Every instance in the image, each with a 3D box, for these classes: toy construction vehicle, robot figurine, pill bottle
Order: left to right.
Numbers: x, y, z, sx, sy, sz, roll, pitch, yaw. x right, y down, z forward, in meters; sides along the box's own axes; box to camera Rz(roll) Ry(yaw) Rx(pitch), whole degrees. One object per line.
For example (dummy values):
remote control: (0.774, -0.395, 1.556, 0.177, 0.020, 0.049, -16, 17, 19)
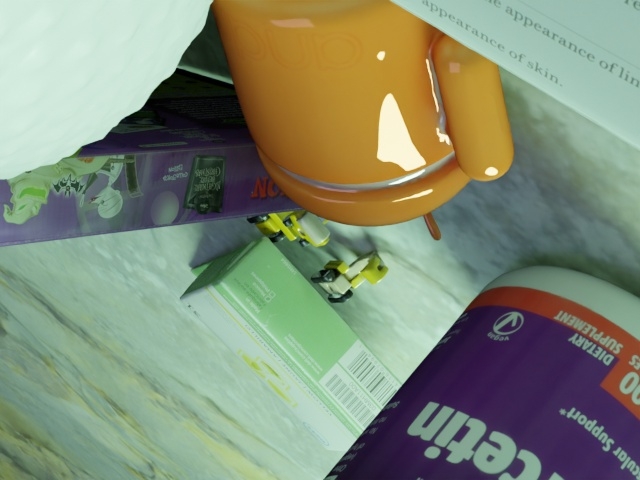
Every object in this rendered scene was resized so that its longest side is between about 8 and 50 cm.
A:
toy construction vehicle: (0.000, 0.000, 0.943, 0.086, 0.035, 0.098, 49, 163, -9)
robot figurine: (0.017, -0.096, 0.659, 0.158, 0.128, 0.219, 1, 139, 15)
pill bottle: (0.081, 0.177, 0.756, 0.181, 0.323, 0.181, 33, 153, 19)

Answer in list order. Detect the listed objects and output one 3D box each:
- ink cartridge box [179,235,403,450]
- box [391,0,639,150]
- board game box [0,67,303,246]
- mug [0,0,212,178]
ink cartridge box: (-0.034, 0.086, 1.065, 0.171, 0.056, 0.235, 47, 160, -8)
box: (0.095, -0.147, 0.399, 0.182, 0.181, 0.119, 35, 153, 18)
board game box: (-0.143, -0.054, 0.751, 0.208, 0.346, 0.056, 16, 106, 41)
mug: (-0.129, -0.184, 0.452, 0.276, 0.374, 0.328, 44, -179, 14)
